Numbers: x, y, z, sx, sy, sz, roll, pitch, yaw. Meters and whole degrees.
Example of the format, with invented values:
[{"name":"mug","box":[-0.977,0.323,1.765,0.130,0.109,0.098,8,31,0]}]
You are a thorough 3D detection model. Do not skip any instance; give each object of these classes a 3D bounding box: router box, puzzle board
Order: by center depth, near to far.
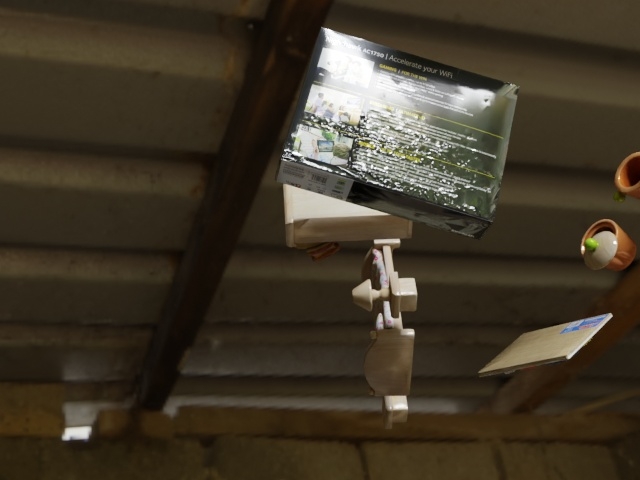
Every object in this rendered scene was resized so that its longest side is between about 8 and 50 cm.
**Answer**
[{"name":"router box","box":[0.066,-0.089,0.839,0.179,0.133,0.046,17,-23,-2]},{"name":"puzzle board","box":[0.243,0.116,1.094,0.096,0.011,0.128,-31,6,-39]}]

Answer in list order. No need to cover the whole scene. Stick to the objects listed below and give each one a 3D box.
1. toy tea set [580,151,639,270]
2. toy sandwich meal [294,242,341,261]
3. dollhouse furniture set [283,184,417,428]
[{"name":"toy tea set","box":[0.505,-0.102,1.549,0.124,0.336,0.200,27,-3,-28]},{"name":"toy sandwich meal","box":[0.000,0.000,1.482,0.086,0.085,0.029,-19,-70,12]},{"name":"dollhouse furniture set","box":[0.036,0.055,1.507,0.174,0.303,0.355,-2,-48,-2]}]
